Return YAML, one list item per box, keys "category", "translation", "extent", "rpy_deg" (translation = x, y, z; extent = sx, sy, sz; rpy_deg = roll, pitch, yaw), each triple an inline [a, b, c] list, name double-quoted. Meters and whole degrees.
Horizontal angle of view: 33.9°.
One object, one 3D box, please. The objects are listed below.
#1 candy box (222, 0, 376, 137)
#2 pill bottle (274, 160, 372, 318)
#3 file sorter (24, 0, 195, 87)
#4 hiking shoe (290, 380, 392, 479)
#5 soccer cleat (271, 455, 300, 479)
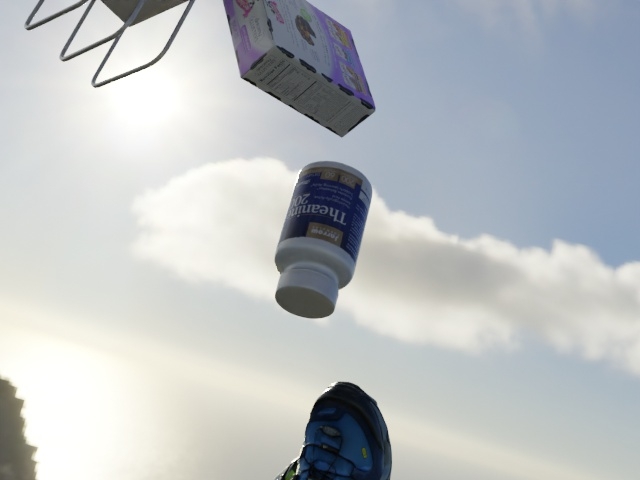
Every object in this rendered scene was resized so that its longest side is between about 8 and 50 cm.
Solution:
- category: "candy box"
  translation: [-0.029, -0.253, 1.419]
  extent: [0.070, 0.165, 0.196]
  rpy_deg: [-38, -43, 28]
- category: "pill bottle"
  translation: [0.000, 0.000, 0.855]
  extent: [0.067, 0.120, 0.067]
  rpy_deg: [10, -32, 7]
- category: "file sorter"
  translation: [-0.336, -0.372, 1.475]
  extent: [0.192, 0.173, 0.277]
  rpy_deg: [-10, -42, 43]
- category: "hiking shoe"
  translation: [0.005, 0.317, 1.222]
  extent: [0.113, 0.304, 0.132]
  rpy_deg: [13, 12, 21]
- category: "soccer cleat"
  translation: [-0.054, 0.373, 1.575]
  extent: [0.060, 0.179, 0.072]
  rpy_deg: [40, -22, 16]
